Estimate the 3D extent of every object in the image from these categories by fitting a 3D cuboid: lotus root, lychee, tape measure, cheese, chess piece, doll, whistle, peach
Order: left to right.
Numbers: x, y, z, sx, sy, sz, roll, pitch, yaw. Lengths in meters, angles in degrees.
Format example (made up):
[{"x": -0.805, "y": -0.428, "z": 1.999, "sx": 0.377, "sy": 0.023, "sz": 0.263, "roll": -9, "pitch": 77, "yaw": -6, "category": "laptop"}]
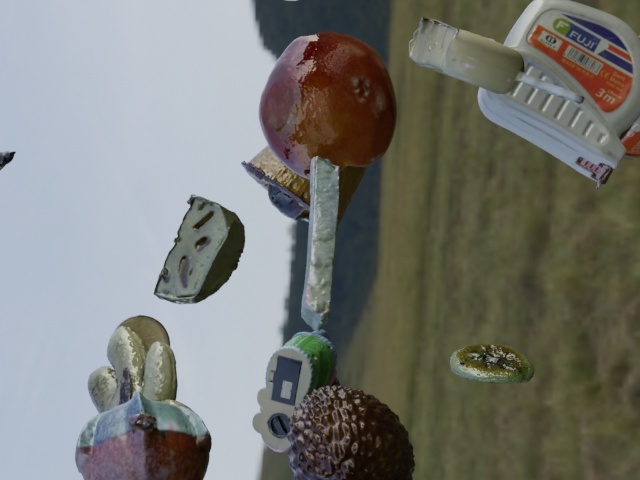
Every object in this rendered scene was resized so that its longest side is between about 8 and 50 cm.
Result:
[{"x": -0.255, "y": 0.241, "z": 1.865, "sx": 0.278, "sy": 0.149, "sz": 0.175, "roll": 49, "pitch": 150, "yaw": 47, "category": "doll"}, {"x": -0.279, "y": 0.168, "z": 2.167, "sx": 0.170, "sy": 0.094, "sz": 0.094, "roll": 124, "pitch": 150, "yaw": -83, "category": "chess piece"}, {"x": -0.205, "y": 0.281, "z": 1.603, "sx": 0.133, "sy": 0.142, "sz": 0.346, "roll": 53, "pitch": 156, "yaw": 26, "category": "whistle"}, {"x": -0.140, "y": 0.018, "z": 1.782, "sx": 0.143, "sy": 0.070, "sz": 0.144, "roll": -71, "pitch": -16, "yaw": 7, "category": "lotus root"}, {"x": 0.007, "y": -0.221, "z": 2.240, "sx": 0.199, "sy": 0.243, "sz": 0.243, "roll": -175, "pitch": 87, "yaw": -70, "category": "peach"}, {"x": 0.046, "y": 0.319, "z": 2.021, "sx": 0.238, "sy": 0.200, "sz": 0.200, "roll": -114, "pitch": 13, "yaw": -46, "category": "lychee"}, {"x": 0.255, "y": -0.250, "z": 1.991, "sx": 0.163, "sy": 0.249, "sz": 0.071, "roll": -121, "pitch": 51, "yaw": -78, "category": "cheese"}, {"x": 0.402, "y": -0.246, "z": 2.219, "sx": 0.265, "sy": 0.258, "sz": 0.130, "roll": -57, "pitch": -8, "yaw": -15, "category": "tape measure"}]

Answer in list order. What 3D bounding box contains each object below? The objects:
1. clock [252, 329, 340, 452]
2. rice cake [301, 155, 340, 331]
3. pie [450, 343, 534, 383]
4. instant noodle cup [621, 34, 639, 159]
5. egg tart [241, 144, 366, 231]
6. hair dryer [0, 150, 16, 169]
[{"x": -0.025, "y": 0.249, "z": 2.340, "sx": 0.195, "sy": 0.100, "sz": 0.194, "roll": -13, "pitch": -64, "yaw": -69, "category": "clock"}, {"x": 0.000, "y": 0.000, "z": 1.489, "sx": 0.043, "sy": 0.034, "sz": 0.211, "roll": 95, "pitch": 179, "yaw": -54, "category": "rice cake"}, {"x": 0.166, "y": 0.119, "z": 1.328, "sx": 0.084, "sy": 0.084, "sz": 0.021, "roll": -61, "pitch": -25, "yaw": -71, "category": "pie"}, {"x": 0.584, "y": -0.270, "z": 2.440, "sx": 0.174, "sy": 0.213, "sz": 0.213, "roll": 135, "pitch": 144, "yaw": -63, "category": "instant noodle cup"}, {"x": -0.023, "y": -0.119, "z": 2.466, "sx": 0.171, "sy": 0.215, "sz": 0.215, "roll": -54, "pitch": -14, "yaw": -6, "category": "egg tart"}, {"x": -0.554, "y": -0.055, "z": 1.920, "sx": 0.107, "sy": 0.352, "sz": 0.189, "roll": 15, "pitch": -116, "yaw": -54, "category": "hair dryer"}]
